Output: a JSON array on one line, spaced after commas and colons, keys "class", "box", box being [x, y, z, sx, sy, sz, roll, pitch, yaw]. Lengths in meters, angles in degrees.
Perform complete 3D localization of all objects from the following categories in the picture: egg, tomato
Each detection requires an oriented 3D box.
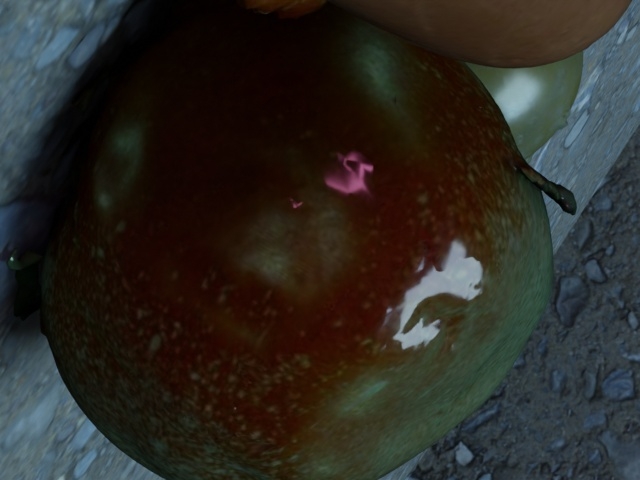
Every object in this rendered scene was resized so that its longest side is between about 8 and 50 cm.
[{"class": "egg", "box": [0.096, -0.121, 1.184, 0.164, 0.164, 0.201, -63, -178, 20]}, {"class": "tomato", "box": [0.000, 0.000, 0.975, 0.303, 0.239, 0.303, -48, 160, -24]}]

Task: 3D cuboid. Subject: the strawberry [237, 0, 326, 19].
[{"class": "strawberry", "box": [-0.026, -0.174, 0.809, 0.192, 0.085, 0.140, -41, 147, -29]}]

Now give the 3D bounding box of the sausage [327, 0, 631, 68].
[{"class": "sausage", "box": [0.029, -0.148, 0.712, 0.304, 0.121, 0.121, 13, 110, -58]}]
